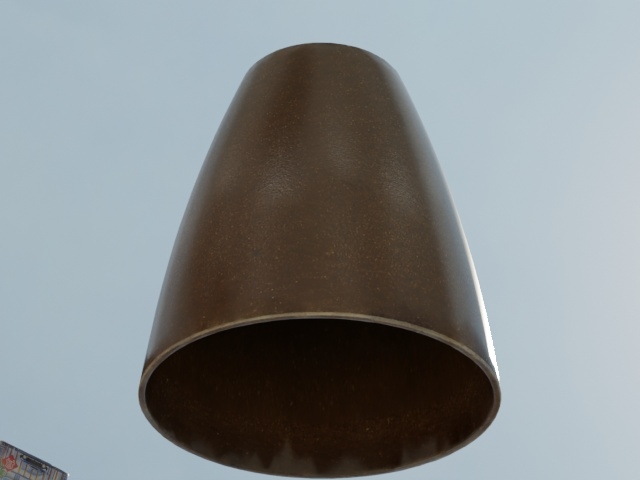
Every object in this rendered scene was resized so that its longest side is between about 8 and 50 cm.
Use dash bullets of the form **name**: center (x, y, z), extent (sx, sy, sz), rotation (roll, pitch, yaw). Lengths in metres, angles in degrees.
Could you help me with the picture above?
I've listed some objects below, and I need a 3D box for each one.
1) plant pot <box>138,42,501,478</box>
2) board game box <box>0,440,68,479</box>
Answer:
- **plant pot**: center (0.000, 0.000, 1.197), extent (0.215, 0.215, 0.230), rotation (-3, -122, 6)
- **board game box**: center (-0.263, 0.262, 1.299), extent (0.194, 0.060, 0.194), rotation (-35, -145, 38)
